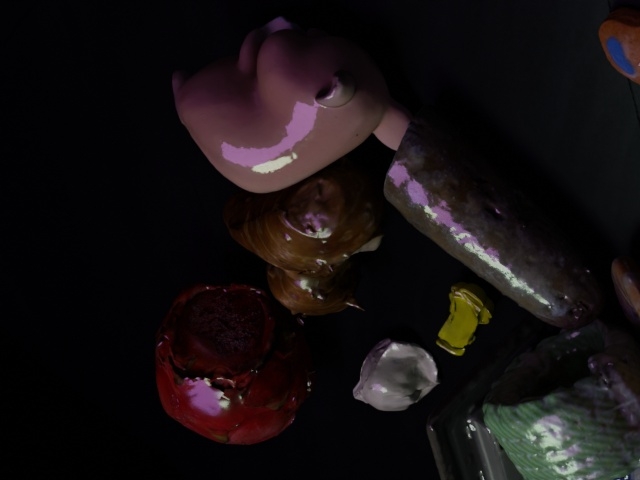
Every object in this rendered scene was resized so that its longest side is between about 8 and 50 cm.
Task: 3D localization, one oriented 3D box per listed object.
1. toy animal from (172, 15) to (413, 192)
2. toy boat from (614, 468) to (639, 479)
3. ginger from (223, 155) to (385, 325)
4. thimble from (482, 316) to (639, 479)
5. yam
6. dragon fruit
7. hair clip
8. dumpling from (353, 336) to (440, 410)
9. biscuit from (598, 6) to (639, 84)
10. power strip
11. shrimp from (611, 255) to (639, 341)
[{"bbox_3d":[-0.040,-0.176,1.557,0.256,0.213,0.195,-30,152,27],"label":"toy animal"},{"bbox_3d":[0.422,0.315,1.685,0.115,0.114,0.262,9,147,32],"label":"toy boat"},{"bbox_3d":[0.000,0.000,1.763,0.254,0.176,0.418,47,160,-7],"label":"ginger"},{"bbox_3d":[0.319,0.205,1.494,0.150,0.219,0.219,55,152,-8],"label":"thimble"},{"bbox_3d":[0.215,-0.017,1.505,0.330,0.133,0.133,40,154,-1],"label":"yam"},{"bbox_3d":[-0.156,0.216,2.183,0.295,0.295,0.302,35,171,18],"label":"dragon fruit"},{"bbox_3d":[0.211,0.110,1.769,0.072,0.046,0.173,32,153,16],"label":"hair clip"},{"bbox_3d":[0.128,0.228,2.009,0.127,0.108,0.188,21,135,-4],"label":"dumpling"},{"bbox_3d":[0.382,-0.187,1.104,0.205,0.049,0.324,48,152,-7],"label":"biscuit"},{"bbox_3d":[0.264,0.250,1.658,0.092,0.257,0.251,31,152,34],"label":"power strip"},{"bbox_3d":[0.412,0.118,1.444,0.254,0.059,0.145,57,-174,-30],"label":"shrimp"}]
